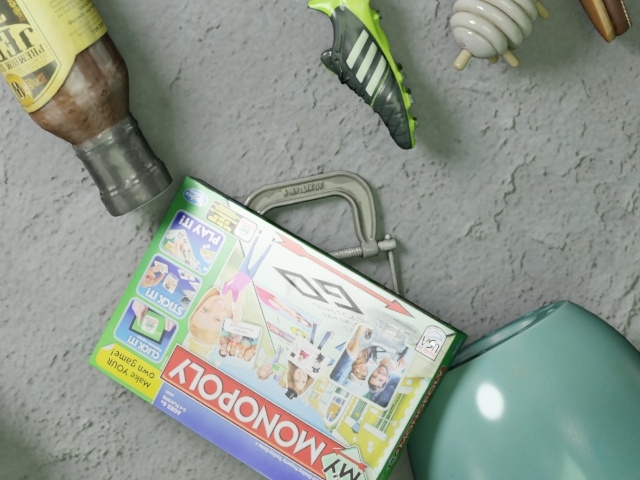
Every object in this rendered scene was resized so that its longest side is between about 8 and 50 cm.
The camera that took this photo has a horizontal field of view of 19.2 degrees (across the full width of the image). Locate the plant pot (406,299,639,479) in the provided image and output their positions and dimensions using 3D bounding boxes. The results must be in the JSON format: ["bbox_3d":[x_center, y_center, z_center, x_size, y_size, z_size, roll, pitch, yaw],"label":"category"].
[{"bbox_3d":[0.219,0.201,1.865,0.293,0.293,0.235,-29,89,-4],"label":"plant pot"}]

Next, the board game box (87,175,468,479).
[{"bbox_3d":[-0.045,0.105,1.826,0.317,0.046,0.213,30,94,19],"label":"board game box"}]

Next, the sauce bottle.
[{"bbox_3d":[-0.252,-0.183,1.783,0.111,0.111,0.344,-32,103,-3],"label":"sauce bottle"}]

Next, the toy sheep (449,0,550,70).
[{"bbox_3d":[0.171,-0.220,1.868,0.091,0.091,0.132,34,75,-14],"label":"toy sheep"}]

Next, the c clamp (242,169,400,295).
[{"bbox_3d":[0.000,0.000,1.910,0.161,0.022,0.137,-6,102,-10],"label":"c clamp"}]

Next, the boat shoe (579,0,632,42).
[{"bbox_3d":[0.265,-0.299,1.874,0.073,0.073,0.207,-28,105,-2],"label":"boat shoe"}]

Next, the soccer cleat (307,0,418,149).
[{"bbox_3d":[0.043,-0.168,1.872,0.072,0.060,0.179,-21,97,4],"label":"soccer cleat"}]
